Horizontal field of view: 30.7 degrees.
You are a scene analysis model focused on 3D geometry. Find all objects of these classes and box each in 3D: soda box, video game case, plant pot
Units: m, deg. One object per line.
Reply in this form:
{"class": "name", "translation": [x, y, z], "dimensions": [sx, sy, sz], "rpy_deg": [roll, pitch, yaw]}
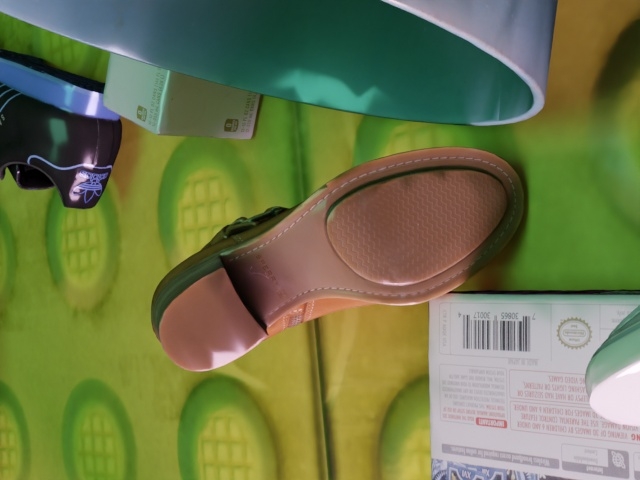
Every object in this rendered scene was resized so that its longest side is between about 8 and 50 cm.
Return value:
{"class": "soda box", "translation": [-0.067, -0.172, 0.692], "dimensions": [0.069, 0.074, 0.216], "rpy_deg": [29, 113, 44]}
{"class": "video game case", "translation": [0.143, 0.125, 0.494], "dimensions": [0.232, 0.042, 0.210], "rpy_deg": [-4, 87, 48]}
{"class": "plant pot", "translation": [-0.021, -0.201, 0.498], "dimensions": [0.293, 0.293, 0.235], "rpy_deg": [11, 86, 47]}

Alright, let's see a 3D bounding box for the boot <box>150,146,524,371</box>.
{"class": "boot", "translation": [0.000, 0.000, 0.617], "dimensions": [0.152, 0.197, 0.073], "rpy_deg": [-129, 18, -82]}

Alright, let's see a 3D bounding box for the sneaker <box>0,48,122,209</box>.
{"class": "sneaker", "translation": [-0.231, -0.093, 0.875], "dimensions": [0.232, 0.081, 0.090], "rpy_deg": [24, 104, 45]}

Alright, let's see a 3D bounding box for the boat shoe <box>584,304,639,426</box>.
{"class": "boat shoe", "translation": [0.169, 0.004, 0.396], "dimensions": [0.184, 0.066, 0.063], "rpy_deg": [-38, 38, 32]}
